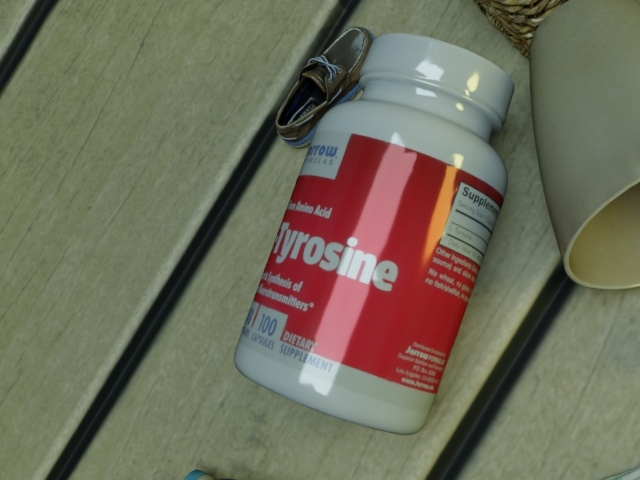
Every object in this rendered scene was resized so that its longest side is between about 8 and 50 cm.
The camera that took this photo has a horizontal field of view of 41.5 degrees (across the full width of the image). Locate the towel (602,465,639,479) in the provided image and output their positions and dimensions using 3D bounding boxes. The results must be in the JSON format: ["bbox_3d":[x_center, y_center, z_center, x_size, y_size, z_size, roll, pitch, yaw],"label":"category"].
[{"bbox_3d":[0.456,0.272,0.821,0.325,0.038,0.248,-33,43,10],"label":"towel"}]

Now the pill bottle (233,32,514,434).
[{"bbox_3d":[0.073,-0.010,0.955,0.229,0.229,0.407,18,85,21],"label":"pill bottle"}]

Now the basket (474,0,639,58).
[{"bbox_3d":[0.303,-0.397,1.027,0.299,0.223,0.213,-40,37,7],"label":"basket"}]

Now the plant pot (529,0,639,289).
[{"bbox_3d":[0.331,-0.128,0.904,0.257,0.256,0.274,-24,57,12],"label":"plant pot"}]

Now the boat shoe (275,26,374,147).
[{"bbox_3d":[0.007,-0.204,1.100,0.066,0.066,0.183,33,91,21],"label":"boat shoe"}]

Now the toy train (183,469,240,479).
[{"bbox_3d":[-0.122,0.407,1.011,0.143,0.105,0.248,9,82,30],"label":"toy train"}]
